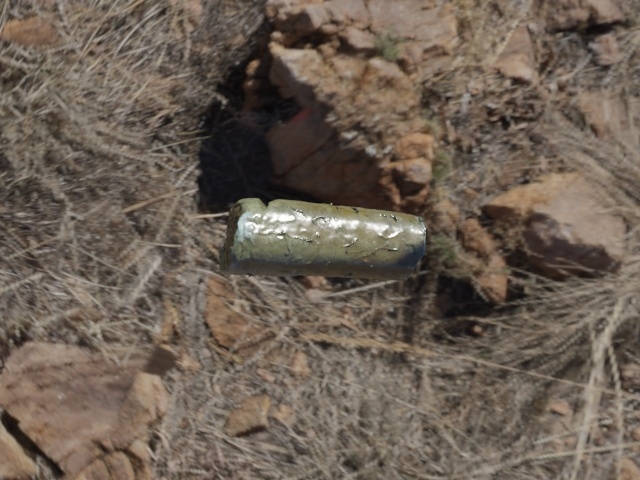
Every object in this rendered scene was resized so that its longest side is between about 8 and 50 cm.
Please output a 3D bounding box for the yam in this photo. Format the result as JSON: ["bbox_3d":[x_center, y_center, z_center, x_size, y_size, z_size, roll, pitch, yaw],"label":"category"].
[{"bbox_3d":[0.000,0.000,0.658,0.132,0.054,0.054,4,89,-19],"label":"yam"}]
